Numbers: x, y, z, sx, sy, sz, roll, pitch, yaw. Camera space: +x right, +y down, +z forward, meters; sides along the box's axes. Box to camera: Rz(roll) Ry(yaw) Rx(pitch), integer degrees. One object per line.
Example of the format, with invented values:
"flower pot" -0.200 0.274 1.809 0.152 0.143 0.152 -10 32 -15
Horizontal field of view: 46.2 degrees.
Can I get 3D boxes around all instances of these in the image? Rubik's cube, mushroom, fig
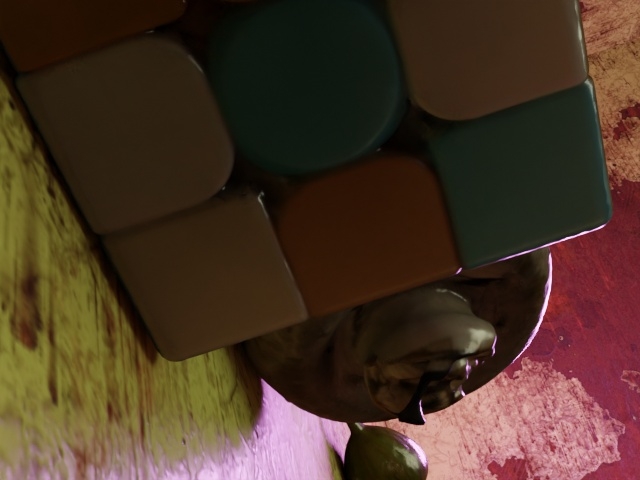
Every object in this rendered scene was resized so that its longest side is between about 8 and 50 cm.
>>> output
"Rubik's cube" -0.018 -0.171 0.592 0.347 0.347 0.344 -98 171 -63
"mushroom" 0.093 0.084 0.839 0.294 0.362 0.362 -114 -178 -46
"fig" 0.093 0.348 1.314 0.151 0.151 0.259 -93 161 -74
